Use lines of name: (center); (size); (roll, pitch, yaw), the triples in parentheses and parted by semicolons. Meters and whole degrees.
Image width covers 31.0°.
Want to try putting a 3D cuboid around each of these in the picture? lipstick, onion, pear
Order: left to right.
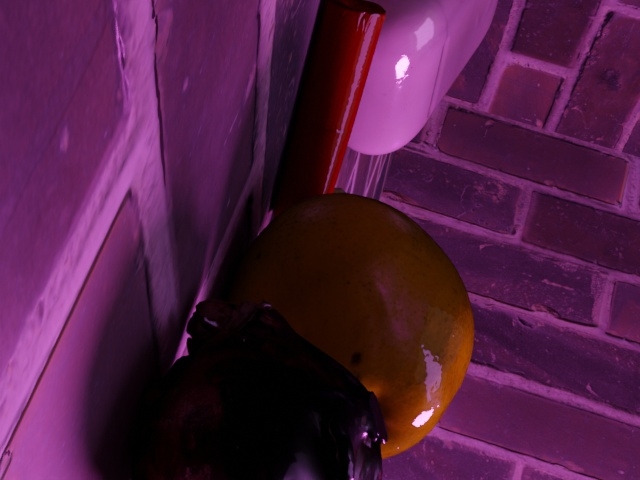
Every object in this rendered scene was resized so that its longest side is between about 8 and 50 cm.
onion: (-0.058, 0.189, 0.972); (0.281, 0.221, 0.280); (-12, 90, -79)
lipstick: (0.006, -0.143, 1.332); (0.073, 0.073, 0.279); (-61, 169, -67)
pear: (0.027, 0.086, 1.238); (0.294, 0.294, 0.294); (17, 90, -85)

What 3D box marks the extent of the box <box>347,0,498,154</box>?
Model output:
box: (0.131, -0.295, 1.520); (0.349, 0.141, 0.288); (-55, 166, -31)

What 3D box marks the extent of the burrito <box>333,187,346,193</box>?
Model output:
burrito: (0.000, 0.000, 1.841); (0.288, 0.054, 0.104); (-64, 170, -61)
